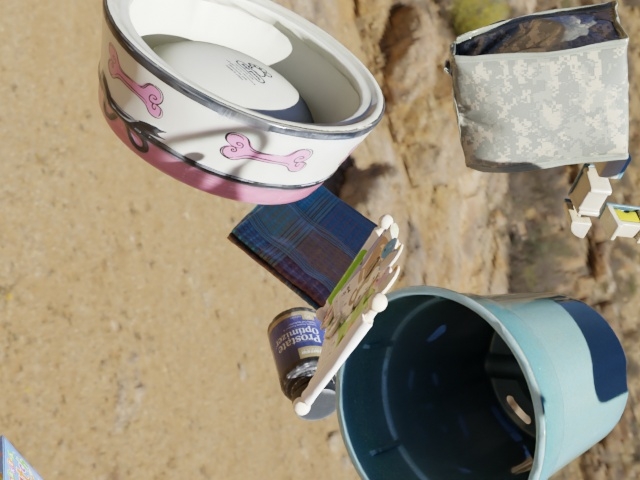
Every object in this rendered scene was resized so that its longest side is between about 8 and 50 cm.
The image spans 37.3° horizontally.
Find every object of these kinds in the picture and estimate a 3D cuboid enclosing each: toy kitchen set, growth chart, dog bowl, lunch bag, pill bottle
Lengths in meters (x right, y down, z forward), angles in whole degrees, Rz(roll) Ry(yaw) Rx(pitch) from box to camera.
[{"bbox_3d":[0.559,-0.113,1.776,0.207,0.166,0.122,107,-16,-45],"label":"toy kitchen set"},{"bbox_3d":[0.030,0.061,0.901,0.021,0.172,0.237,30,22,-5],"label":"growth chart"},{"bbox_3d":[-0.124,-0.210,1.318,0.408,0.150,0.408,20,31,-13],"label":"dog bowl"},{"bbox_3d":[0.360,-0.249,1.588,0.169,0.287,0.235,-83,162,-50],"label":"lunch bag"},{"bbox_3d":[-0.029,0.248,1.903,0.123,0.123,0.219,60,7,-42],"label":"pill bottle"}]

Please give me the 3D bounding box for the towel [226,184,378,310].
[{"bbox_3d":[0.000,0.000,1.788,0.271,0.040,0.370,38,28,1],"label":"towel"}]

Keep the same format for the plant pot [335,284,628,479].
[{"bbox_3d":[0.257,0.215,1.372,0.334,0.341,0.341,-7,78,-47],"label":"plant pot"}]

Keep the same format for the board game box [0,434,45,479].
[{"bbox_3d":[-0.306,0.339,1.063,0.211,0.039,0.160,61,-4,-29],"label":"board game box"}]
